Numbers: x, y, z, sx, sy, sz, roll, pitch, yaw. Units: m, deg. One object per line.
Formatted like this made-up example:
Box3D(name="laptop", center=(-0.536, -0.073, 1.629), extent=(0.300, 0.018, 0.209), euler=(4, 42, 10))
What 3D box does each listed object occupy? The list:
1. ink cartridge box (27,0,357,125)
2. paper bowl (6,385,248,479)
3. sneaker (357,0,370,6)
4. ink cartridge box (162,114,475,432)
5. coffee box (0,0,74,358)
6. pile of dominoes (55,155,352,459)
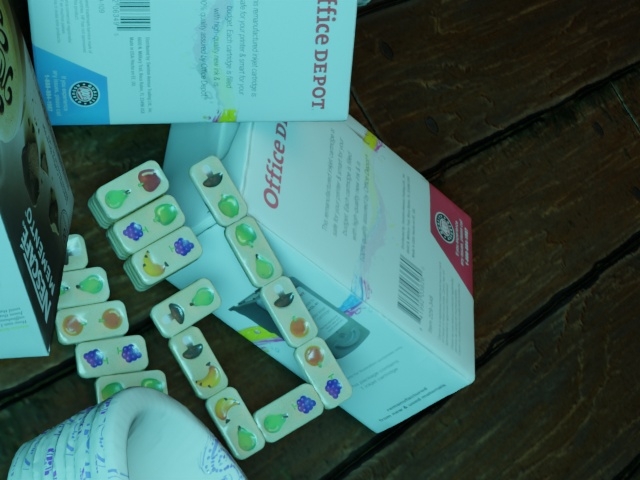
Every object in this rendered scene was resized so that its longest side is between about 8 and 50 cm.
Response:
Box3D(name="ink cartridge box", center=(-0.108, -0.233, 1.687), extent=(0.270, 0.198, 0.197), euler=(-1, 50, -4))
Box3D(name="paper bowl", center=(-0.122, 0.255, 1.365), extent=(0.284, 0.148, 0.284), euler=(54, 15, -23))
Box3D(name="sneaker", center=(0.001, -0.369, 2.200), extent=(0.086, 0.085, 0.237), euler=(16, 49, -55))
Box3D(name="ink cartridge box", center=(0.000, 0.000, 1.824), extent=(0.306, 0.131, 0.226), euler=(37, 37, -28))
Box3D(name="coffee box", center=(-0.267, -0.070, 1.376), extent=(0.297, 0.119, 0.168), euler=(80, 8, -45))
Box3D(name="pile of dominoes", center=(-0.108, 0.063, 1.593), extent=(0.196, 0.040, 0.251), euler=(-31, 90, -21))
